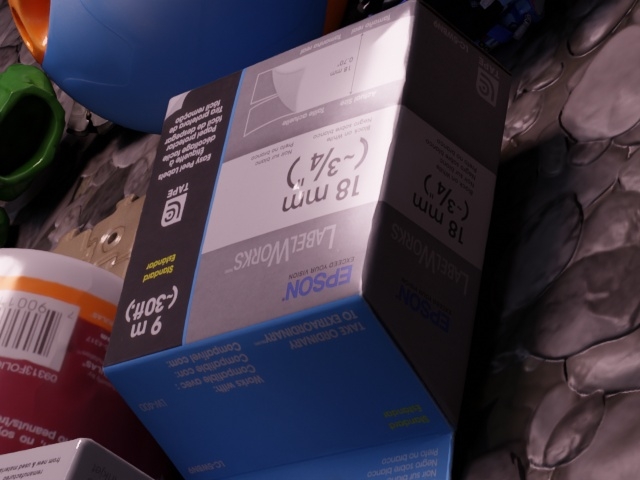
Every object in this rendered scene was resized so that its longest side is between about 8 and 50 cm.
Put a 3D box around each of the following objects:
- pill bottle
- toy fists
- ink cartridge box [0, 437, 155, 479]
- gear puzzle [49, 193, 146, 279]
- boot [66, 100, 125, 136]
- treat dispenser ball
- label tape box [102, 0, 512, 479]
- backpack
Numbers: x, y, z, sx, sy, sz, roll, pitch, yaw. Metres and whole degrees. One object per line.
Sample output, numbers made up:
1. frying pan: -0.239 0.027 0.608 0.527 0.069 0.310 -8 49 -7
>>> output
1. pill bottle: -0.229 0.220 1.236 0.224 0.224 0.392 -26 38 42
2. toy fists: -0.346 -0.049 1.854 0.142 0.096 0.279 31 97 58
3. ink cartridge box: -0.141 0.282 1.053 0.114 0.197 0.273 -17 44 49
4. gear puzzle: -0.194 0.048 1.592 0.339 0.044 0.175 -29 34 33
5. boot: -0.177 -0.191 1.763 0.246 0.083 0.161 -21 73 56
6. treat dispenser ball: -0.118 -0.230 1.522 0.288 0.288 0.288 -37 31 27
7. label tape box: -0.017 0.034 1.189 0.241 0.106 0.333 -18 50 40
8. backpack: 0.122 -0.223 1.330 0.173 0.117 0.158 -37 31 29
